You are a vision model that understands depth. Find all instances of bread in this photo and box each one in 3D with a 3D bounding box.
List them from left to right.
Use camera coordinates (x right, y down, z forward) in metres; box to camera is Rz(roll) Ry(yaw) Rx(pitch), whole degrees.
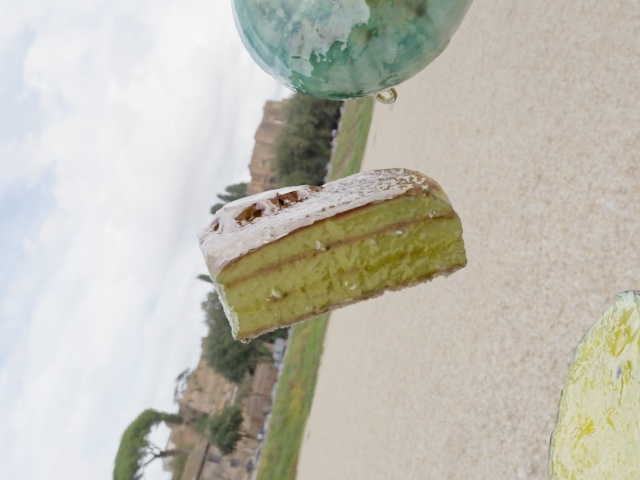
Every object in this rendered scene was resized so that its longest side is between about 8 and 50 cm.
[{"bbox_3d":[0.000,0.000,0.625,0.184,0.234,0.110,-145,39,-74],"label":"bread"}]

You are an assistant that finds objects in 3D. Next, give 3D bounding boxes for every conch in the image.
[{"bbox_3d":[0.024,-0.184,0.456,0.122,0.188,0.176,32,-101,-51],"label":"conch"}]

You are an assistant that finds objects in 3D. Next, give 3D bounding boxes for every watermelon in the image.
[{"bbox_3d":[0.235,0.139,0.405,0.232,0.127,0.204,93,-173,-66],"label":"watermelon"}]

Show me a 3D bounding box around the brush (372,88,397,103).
[{"bbox_3d":[0.001,-0.229,0.759,0.010,0.218,0.082,-63,7,-25],"label":"brush"}]
